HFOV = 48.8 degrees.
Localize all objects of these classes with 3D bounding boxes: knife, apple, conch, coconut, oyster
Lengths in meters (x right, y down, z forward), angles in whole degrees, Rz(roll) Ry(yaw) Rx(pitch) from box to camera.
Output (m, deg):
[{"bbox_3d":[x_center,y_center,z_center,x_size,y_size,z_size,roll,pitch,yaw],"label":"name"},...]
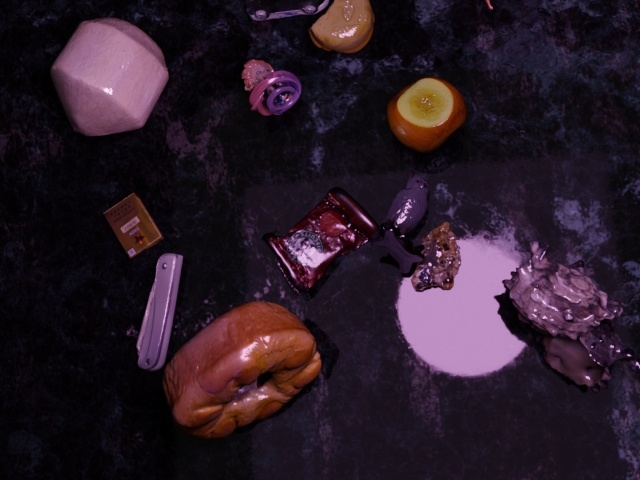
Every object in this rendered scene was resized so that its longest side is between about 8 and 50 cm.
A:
[{"bbox_3d":[-0.361,0.158,1.578,0.073,0.040,0.266,6,80,23],"label":"knife"},{"bbox_3d":[0.220,-0.269,1.497,0.146,0.163,0.147,-42,90,-9],"label":"apple"},{"bbox_3d":[0.477,0.143,1.334,0.186,0.240,0.313,-30,88,17],"label":"conch"},{"bbox_3d":[-0.489,-0.361,1.610,0.237,0.237,0.266,20,77,13],"label":"coconut"},{"bbox_3d":[0.246,0.033,1.490,0.103,0.051,0.148,4,79,10],"label":"oyster"}]

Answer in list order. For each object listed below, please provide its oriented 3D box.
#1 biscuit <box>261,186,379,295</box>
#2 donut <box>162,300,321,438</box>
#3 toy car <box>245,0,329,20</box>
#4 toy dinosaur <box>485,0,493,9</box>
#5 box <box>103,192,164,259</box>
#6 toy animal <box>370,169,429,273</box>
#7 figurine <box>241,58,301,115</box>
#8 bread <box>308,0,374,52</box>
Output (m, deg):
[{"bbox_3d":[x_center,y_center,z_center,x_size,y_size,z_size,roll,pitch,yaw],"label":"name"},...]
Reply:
[{"bbox_3d":[-0.003,-0.006,1.531,0.235,0.063,0.151,-36,78,-16],"label":"biscuit"},{"bbox_3d":[-0.156,0.259,1.400,0.317,0.299,0.150,-21,60,-19],"label":"donut"},{"bbox_3d":[-0.077,-0.572,1.671,0.205,0.056,0.095,-4,78,6],"label":"toy car"},{"bbox_3d":[0.391,-0.666,1.606,0.101,0.055,0.280,5,81,34],"label":"toy dinosaur"},{"bbox_3d":[-0.435,-0.034,1.640,0.090,0.023,0.133,-36,75,3],"label":"box"},{"bbox_3d":[0.178,-0.045,1.513,0.121,0.117,0.210,36,55,-20],"label":"toy animal"},{"bbox_3d":[-0.124,-0.348,1.617,0.126,0.114,0.157,-28,40,-28],"label":"figurine"},{"bbox_3d":[0.058,-0.497,1.619,0.125,0.086,0.156,44,92,5],"label":"bread"}]
